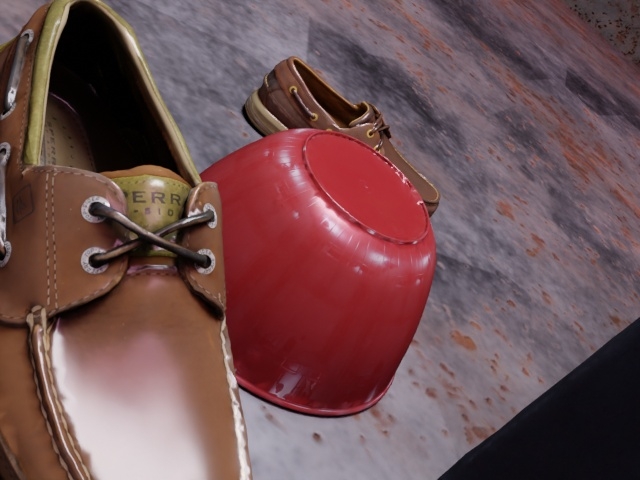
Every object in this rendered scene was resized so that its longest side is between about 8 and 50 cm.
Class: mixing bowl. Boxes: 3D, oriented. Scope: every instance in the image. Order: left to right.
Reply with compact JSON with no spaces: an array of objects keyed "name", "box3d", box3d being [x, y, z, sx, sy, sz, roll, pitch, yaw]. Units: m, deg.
[{"name":"mixing bowl","box3d":[0.000,0.000,0.467,0.182,0.098,0.181,26,34,-20]}]

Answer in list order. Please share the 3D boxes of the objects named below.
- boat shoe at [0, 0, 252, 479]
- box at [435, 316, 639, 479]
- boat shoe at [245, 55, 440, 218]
[{"name":"boat shoe","box3d":[-0.098,0.008,0.345,0.111,0.104,0.307,5,46,-44]},{"name":"box","box3d":[0.401,0.084,0.425,0.480,0.471,0.297,-3,50,-48]},{"name":"boat shoe","box3d":[0.027,-0.078,0.629,0.178,0.060,0.064,35,31,-9]}]
